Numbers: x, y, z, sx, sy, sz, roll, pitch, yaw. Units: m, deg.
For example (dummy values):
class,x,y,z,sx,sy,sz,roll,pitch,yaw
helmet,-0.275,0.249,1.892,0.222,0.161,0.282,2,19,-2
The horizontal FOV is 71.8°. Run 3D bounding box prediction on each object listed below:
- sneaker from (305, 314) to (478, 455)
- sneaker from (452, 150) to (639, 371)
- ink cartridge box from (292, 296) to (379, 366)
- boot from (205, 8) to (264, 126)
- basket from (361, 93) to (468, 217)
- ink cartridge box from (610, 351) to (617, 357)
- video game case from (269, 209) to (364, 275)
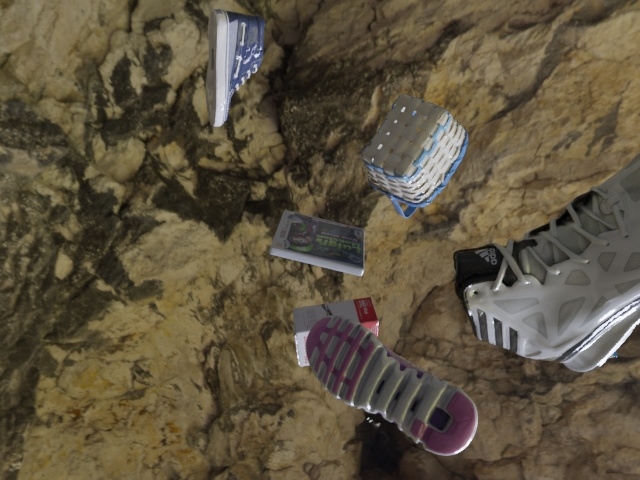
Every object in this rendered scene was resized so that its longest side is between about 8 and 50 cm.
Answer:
class,x,y,z,sx,sy,sz,roll,pitch,yaw
sneaker,0.087,0.186,0.587,0.237,0.104,0.095,30,-94,20
sneaker,0.340,0.024,0.626,0.258,0.447,0.169,9,-140,0
ink cartridge box,0.024,0.154,0.743,0.136,0.099,0.056,-7,-138,-5
boot,-0.143,-0.284,0.750,0.086,0.189,0.069,-9,-137,-28
basket,0.239,-0.204,1.079,0.201,0.289,0.254,33,-91,35
ink cartridge box,0.763,0.311,1.215,0.084,0.048,0.028,1,-108,-25
video game case,0.000,0.000,0.940,0.191,0.022,0.173,14,-150,-2
